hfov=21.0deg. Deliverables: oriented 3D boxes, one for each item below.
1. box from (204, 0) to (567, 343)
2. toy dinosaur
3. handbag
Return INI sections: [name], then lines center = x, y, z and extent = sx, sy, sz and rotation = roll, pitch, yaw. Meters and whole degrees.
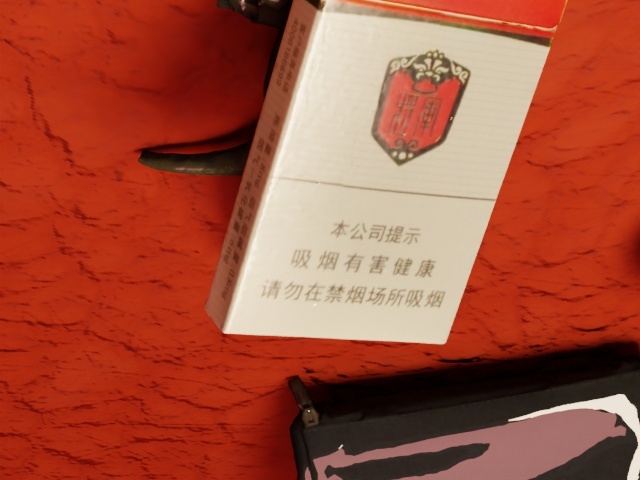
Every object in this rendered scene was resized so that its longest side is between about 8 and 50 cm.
[box]
center = 0.037, -0.063, 0.844
extent = 0.139, 0.035, 0.245
rotation = 6, 115, -30
[toy dinosaur]
center = -0.032, -0.103, 0.924
extent = 0.179, 0.087, 0.187
rotation = 21, 145, 33
[handbag]
center = 0.129, 0.202, 1.332
extent = 0.302, 0.275, 0.178
rotation = -11, -168, 4
